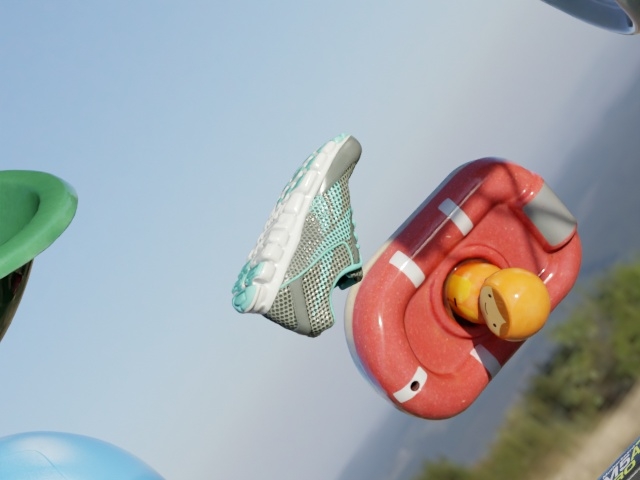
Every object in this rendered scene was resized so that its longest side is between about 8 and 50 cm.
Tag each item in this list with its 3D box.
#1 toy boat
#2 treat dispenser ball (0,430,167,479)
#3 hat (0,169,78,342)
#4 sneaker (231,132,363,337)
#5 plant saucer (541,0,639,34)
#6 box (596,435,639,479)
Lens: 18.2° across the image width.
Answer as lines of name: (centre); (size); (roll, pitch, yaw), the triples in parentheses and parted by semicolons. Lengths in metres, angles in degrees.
toy boat: (0.133, 0.046, 1.641); (0.231, 0.151, 0.151); (-48, 24, -12)
treat dispenser ball: (-0.230, 0.303, 1.669); (0.288, 0.288, 0.288); (-55, -5, -7)
hat: (-0.207, 0.084, 1.101); (0.208, 0.183, 0.173); (-24, 24, -19)
sneaker: (0.000, 0.000, 1.385); (0.065, 0.076, 0.166); (-40, 20, 56)
plant saucer: (0.192, -0.261, 1.611); (0.100, 0.400, 0.400); (-59, -5, -1)
box: (0.335, 0.246, 1.504); (0.216, 0.270, 0.060); (-50, 5, 20)
